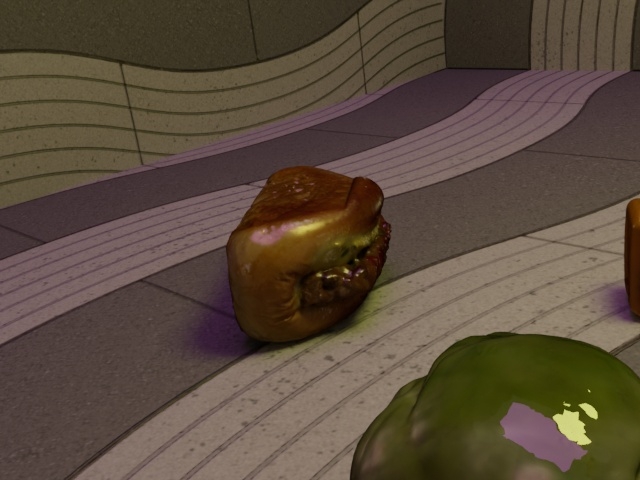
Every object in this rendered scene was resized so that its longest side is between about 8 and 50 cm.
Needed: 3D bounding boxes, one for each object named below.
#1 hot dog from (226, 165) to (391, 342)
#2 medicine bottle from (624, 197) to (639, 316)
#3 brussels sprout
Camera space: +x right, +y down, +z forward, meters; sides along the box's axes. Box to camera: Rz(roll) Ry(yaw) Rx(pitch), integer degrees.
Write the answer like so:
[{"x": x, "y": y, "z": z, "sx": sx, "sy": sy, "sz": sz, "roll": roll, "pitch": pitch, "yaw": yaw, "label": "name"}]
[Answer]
[{"x": 0.000, "y": 0.002, "z": 1.210, "sx": 0.223, "sy": 0.185, "sz": 0.405, "roll": -6, "pitch": 20, "yaw": 10, "label": "hot dog"}, {"x": 0.528, "y": 0.021, "z": 1.016, "sx": 0.222, "sy": 0.149, "sz": 0.112, "roll": -1, "pitch": 22, "yaw": 17, "label": "medicine bottle"}, {"x": 0.155, "y": 0.192, "z": 0.522, "sx": 0.273, "sy": 0.243, "sz": 0.316, "roll": 22, "pitch": -6, "yaw": -8, "label": "brussels sprout"}]
